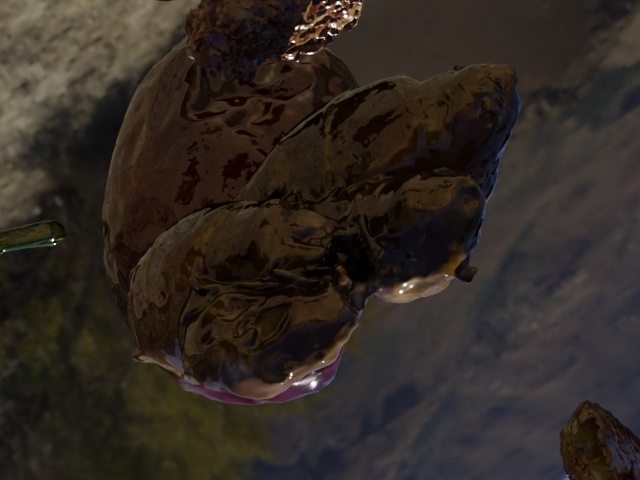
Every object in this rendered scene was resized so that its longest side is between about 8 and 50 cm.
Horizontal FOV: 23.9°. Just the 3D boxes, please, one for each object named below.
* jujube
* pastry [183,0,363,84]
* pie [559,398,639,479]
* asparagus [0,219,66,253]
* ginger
[{"bbox_3d":[-0.075,-0.030,1.493,0.276,0.377,0.276,3,146,2],"label":"jujube"},{"bbox_3d":[-0.035,-0.192,1.225,0.169,0.087,0.063,-30,161,-33],"label":"pastry"},{"bbox_3d":[0.247,0.269,1.210,0.085,0.308,0.308,-10,179,17],"label":"pie"},{"bbox_3d":[-0.303,0.000,1.478,0.108,0.025,0.021,-11,170,-9],"label":"asparagus"},{"bbox_3d":[0.007,-0.008,1.165,0.357,0.152,0.274,-38,-171,-8],"label":"ginger"}]
